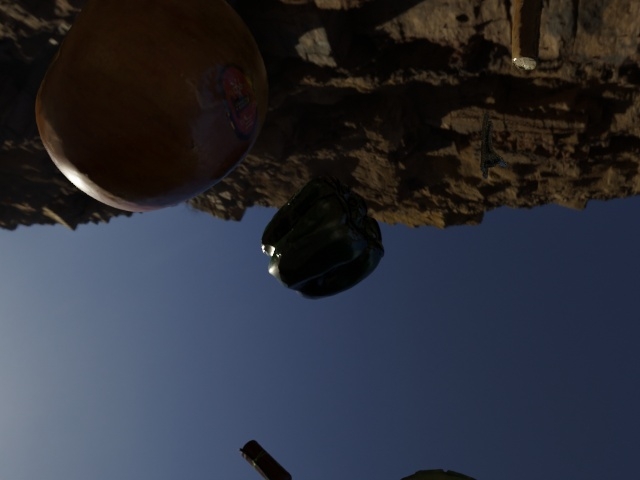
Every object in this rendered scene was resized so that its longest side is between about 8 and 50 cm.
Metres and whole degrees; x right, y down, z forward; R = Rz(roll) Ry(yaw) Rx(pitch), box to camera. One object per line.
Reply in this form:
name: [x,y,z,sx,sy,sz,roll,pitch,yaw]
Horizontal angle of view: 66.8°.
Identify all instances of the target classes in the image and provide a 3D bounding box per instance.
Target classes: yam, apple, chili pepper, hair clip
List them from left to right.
apple: [-0.291,-0.260,0.845,0.400,0.334,0.400,-21,-139,19]
chili pepper: [0.000,0.000,1.097,0.256,0.248,0.233,-36,-131,12]
hair clip: [0.274,-0.153,0.770,0.039,0.030,0.115,-7,-123,26]
yam: [0.373,-0.427,0.869,0.056,0.056,0.241,1,-97,29]

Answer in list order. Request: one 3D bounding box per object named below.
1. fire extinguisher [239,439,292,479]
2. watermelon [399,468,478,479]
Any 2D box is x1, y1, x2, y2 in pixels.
fire extinguisher: [-0.090,0.409,0.869,0.132,0.056,0.039,24,-99,42]
watermelon: [0.165,0.378,0.637,0.146,0.231,0.128,56,-47,37]
